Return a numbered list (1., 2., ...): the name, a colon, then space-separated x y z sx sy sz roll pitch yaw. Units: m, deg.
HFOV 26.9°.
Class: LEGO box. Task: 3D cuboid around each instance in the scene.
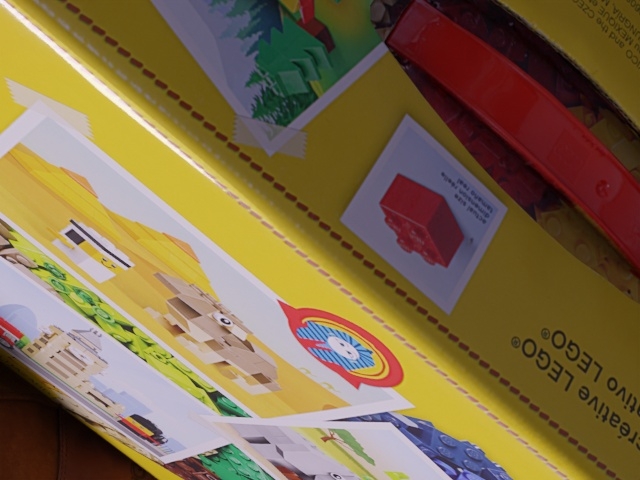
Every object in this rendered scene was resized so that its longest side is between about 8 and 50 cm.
1. LEGO box: 0.000 0.000 0.611 0.500 0.193 0.372 40 155 -17

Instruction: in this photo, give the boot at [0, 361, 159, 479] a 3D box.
1. boot: -0.214 0.060 0.760 0.096 0.264 0.280 -39 147 27
